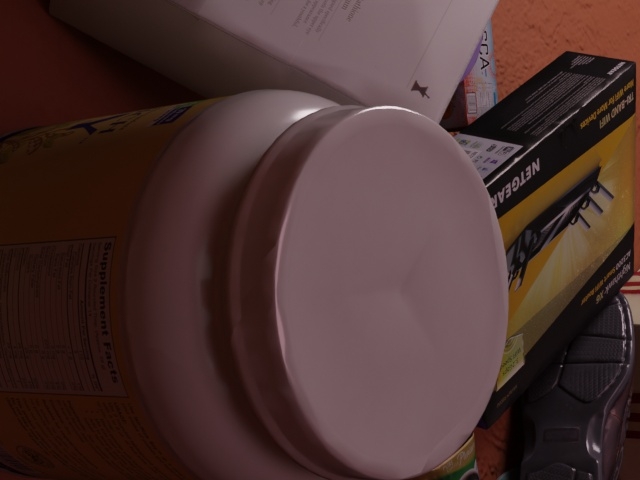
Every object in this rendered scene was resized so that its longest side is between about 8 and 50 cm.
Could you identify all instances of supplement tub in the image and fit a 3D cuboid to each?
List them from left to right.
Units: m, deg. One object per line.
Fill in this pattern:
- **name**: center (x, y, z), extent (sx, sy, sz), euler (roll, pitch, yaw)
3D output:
- **supplement tub**: center (-0.078, 0.035, 0.861), extent (0.241, 0.331, 0.241), euler (5, 84, -48)

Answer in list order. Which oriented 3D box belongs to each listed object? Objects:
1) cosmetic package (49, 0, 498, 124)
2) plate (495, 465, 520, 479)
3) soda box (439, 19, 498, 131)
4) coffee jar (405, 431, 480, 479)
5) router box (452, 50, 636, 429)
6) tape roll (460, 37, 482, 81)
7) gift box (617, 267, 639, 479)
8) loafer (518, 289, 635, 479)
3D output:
- **cosmetic package**: center (0.013, -0.255, 1.054), extent (0.284, 0.097, 0.377), euler (28, 60, 1)
- **plate**: center (0.209, 0.319, 1.394), extent (0.188, 0.024, 0.188), euler (6, 82, -49)
- **soda box**: center (0.120, -0.192, 1.301), extent (0.058, 0.063, 0.183), euler (-7, 93, -50)
- **coffee jar**: center (0.103, 0.235, 1.239), extent (0.096, 0.079, 0.184), euler (-29, 110, -49)
- **router box**: center (0.195, -0.009, 1.311), extent (0.309, 0.081, 0.243), euler (-38, 132, -42)
- **tape roll**: center (0.051, -0.209, 1.194), extent (0.189, 0.080, 0.189), euler (15, 69, -44)
- **gift box**: center (0.473, 0.155, 1.526), extent (0.255, 0.258, 0.276), euler (-38, 114, -42)
- **loafer**: center (0.256, 0.190, 1.403), extent (0.095, 0.109, 0.302), euler (62, 37, -50)
